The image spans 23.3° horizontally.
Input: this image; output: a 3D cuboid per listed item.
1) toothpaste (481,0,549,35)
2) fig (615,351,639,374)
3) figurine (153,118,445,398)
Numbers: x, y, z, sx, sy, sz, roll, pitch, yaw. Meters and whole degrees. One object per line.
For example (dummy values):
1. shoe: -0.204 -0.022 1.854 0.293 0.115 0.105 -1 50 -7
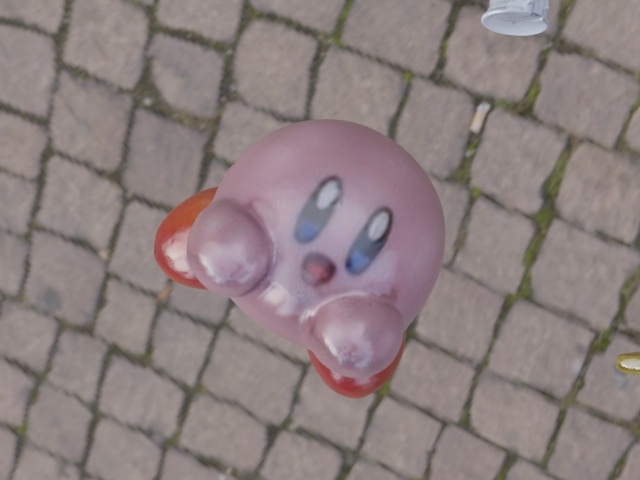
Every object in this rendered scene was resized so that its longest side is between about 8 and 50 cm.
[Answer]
1. toothpaste: 0.161 -0.276 1.189 0.057 0.089 0.234 -8 70 53
2. fig: 0.331 0.040 1.069 0.175 0.207 0.175 39 159 18
3. figurine: 0.002 -0.004 1.421 0.269 0.261 0.211 34 82 -2
